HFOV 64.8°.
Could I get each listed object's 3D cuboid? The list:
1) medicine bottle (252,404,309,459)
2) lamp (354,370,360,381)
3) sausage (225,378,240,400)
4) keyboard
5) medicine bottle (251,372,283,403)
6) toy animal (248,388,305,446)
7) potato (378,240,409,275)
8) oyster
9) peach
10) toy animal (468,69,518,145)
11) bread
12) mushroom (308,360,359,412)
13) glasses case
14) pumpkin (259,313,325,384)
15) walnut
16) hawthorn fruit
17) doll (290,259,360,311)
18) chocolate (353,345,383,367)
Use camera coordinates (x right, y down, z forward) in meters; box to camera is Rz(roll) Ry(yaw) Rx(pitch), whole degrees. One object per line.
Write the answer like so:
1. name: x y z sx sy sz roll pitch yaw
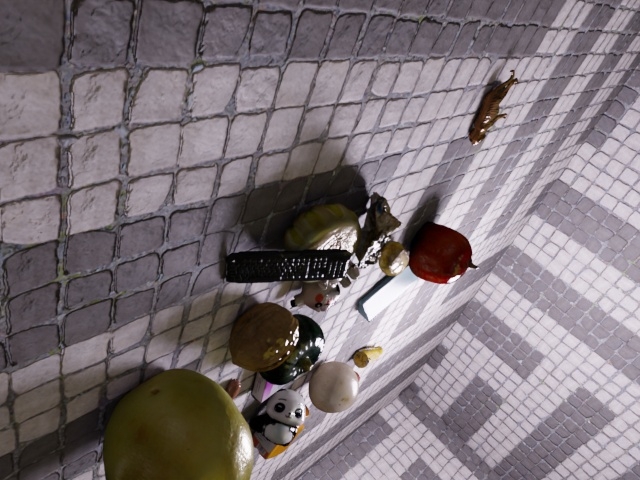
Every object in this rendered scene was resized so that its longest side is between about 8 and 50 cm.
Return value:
1. medicine bottle: -0.147 0.712 1.932 0.222 0.112 0.149 -54 154 12
2. lamp: 0.128 0.620 2.257 0.101 0.089 0.101 -17 172 -2
3. sausage: -0.286 0.476 1.461 0.186 0.043 0.043 -55 154 15
4. keyboard: -0.067 0.056 1.068 0.263 0.016 0.106 -1 138 -12
5. medicine bottle: -0.123 0.407 1.606 0.201 0.052 0.171 -26 147 -41
6. toy animal: -0.140 0.608 1.766 0.179 0.166 0.138 -61 -164 8
7. potato: 0.233 0.060 1.630 0.107 0.080 0.170 -48 150 4
8. oyster: 0.134 -0.027 1.252 0.222 0.084 0.214 -79 -171 -47
9. peach: -0.299 0.452 1.099 0.314 0.316 0.281 -66 164 8
10. toy animal: 0.494 -0.374 1.443 0.099 0.057 0.241 -33 152 -28
11. bread: 0.000 0.000 1.148 0.214 0.104 0.213 -24 143 -20
12. mushroom: 0.045 0.564 1.975 0.204 0.204 0.204 -36 152 -23
13. glasses case: 0.244 0.176 1.863 0.266 0.056 0.105 -38 129 -20
14. pumpkin: -0.081 0.307 1.407 0.212 0.152 0.211 -22 135 -24
15. walnut: -0.141 0.237 1.228 0.184 0.155 0.155 -43 155 -21
16. hawthorn fruit: 0.433 0.055 1.769 0.215 0.250 0.215 15 90 -71
17. doll: 0.013 0.115 1.350 0.149 0.095 0.192 4 126 -51
18. chocolate: 0.224 0.517 2.287 0.085 0.086 0.219 -56 157 17
